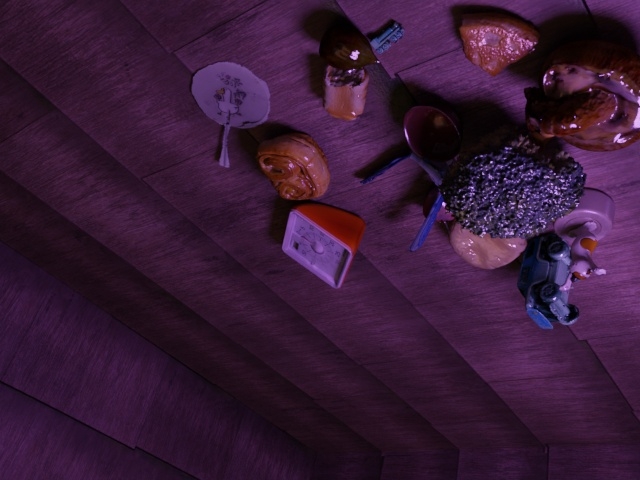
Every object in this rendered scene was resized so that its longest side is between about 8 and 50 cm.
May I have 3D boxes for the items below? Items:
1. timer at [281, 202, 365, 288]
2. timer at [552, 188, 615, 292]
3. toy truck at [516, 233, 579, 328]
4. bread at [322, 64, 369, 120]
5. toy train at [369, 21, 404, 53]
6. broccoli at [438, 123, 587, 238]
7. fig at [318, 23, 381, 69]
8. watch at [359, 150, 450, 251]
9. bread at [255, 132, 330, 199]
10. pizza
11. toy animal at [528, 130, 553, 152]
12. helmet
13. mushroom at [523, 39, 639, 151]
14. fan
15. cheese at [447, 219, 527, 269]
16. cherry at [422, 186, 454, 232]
[{"bbox_3d":[0.000,0.000,2.215,0.250,0.161,0.257,22,145,4],"label":"timer"},{"bbox_3d":[0.728,0.008,1.843,0.175,0.266,0.175,10,144,8],"label":"timer"},{"bbox_3d":[0.694,0.124,2.010,0.156,0.278,0.155,-9,139,44],"label":"toy truck"},{"bbox_3d":[0.062,-0.389,1.712,0.119,0.084,0.177,14,146,6],"label":"bread"},{"bbox_3d":[0.162,-0.487,1.591,0.045,0.029,0.092,45,134,-13],"label":"toy train"},{"bbox_3d":[0.486,-0.169,1.685,0.375,0.302,0.249,-8,141,1],"label":"broccoli"},{"bbox_3d":[0.076,-0.458,1.605,0.155,0.103,0.109,20,-177,-25],"label":"fig"},{"bbox_3d":[0.282,-0.122,1.925,0.276,0.068,0.274,52,136,-5],"label":"watch"},{"bbox_3d":[-0.076,-0.220,1.967,0.198,0.120,0.236,-3,142,26],"label":"bread"},{"bbox_3d":[0.406,-0.448,1.527,0.182,0.062,0.161,3,137,9],"label":"pizza"},{"bbox_3d":[0.569,-0.273,1.688,0.070,0.083,0.159,21,154,5],"label":"toy animal"},{"bbox_3d":[0.300,-0.302,1.723,0.175,0.106,0.155,45,142,-20],"label":"helmet"},{"bbox_3d":[0.600,-0.326,1.496,0.283,0.195,0.263,-9,133,6],"label":"mushroom"},{"bbox_3d":[-0.271,-0.359,1.942,0.233,0.012,0.414,18,142,-2],"label":"fan"},{"bbox_3d":[0.511,-0.017,2.030,0.226,0.117,0.214,38,134,-21],"label":"cheese"},{"bbox_3d":[0.363,-0.105,1.987,0.106,0.087,0.126,14,127,5],"label":"cherry"}]
